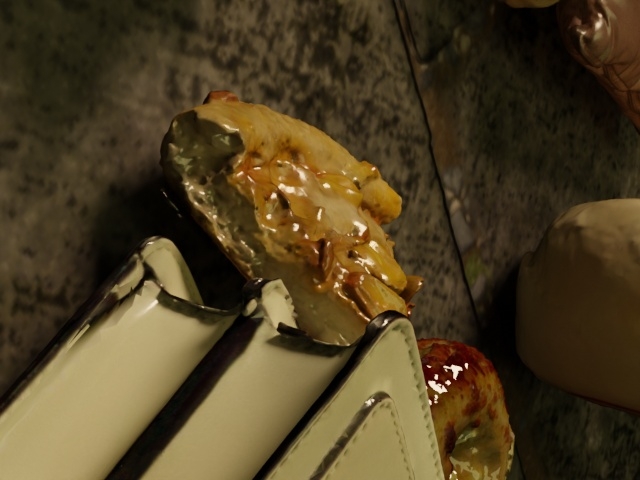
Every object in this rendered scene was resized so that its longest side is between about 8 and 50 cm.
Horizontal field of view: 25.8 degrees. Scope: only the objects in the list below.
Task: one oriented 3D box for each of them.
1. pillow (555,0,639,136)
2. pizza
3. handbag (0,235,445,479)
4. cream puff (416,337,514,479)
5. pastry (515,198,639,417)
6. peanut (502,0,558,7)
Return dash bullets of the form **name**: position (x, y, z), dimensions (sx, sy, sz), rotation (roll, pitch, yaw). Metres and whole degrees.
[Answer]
- **pillow**: position (0.221, -0.195, 0.957), dimensions (0.236, 0.084, 0.223), rotation (29, 69, -56)
- **pizza**: position (0.000, 0.000, 0.672), dimensions (0.182, 0.062, 0.161), rotation (33, 30, -48)
- **handbag**: position (-0.091, 0.202, 0.569), dimensions (0.358, 0.160, 0.237), rotation (-51, 139, -33)
- **cream puff**: position (0.048, 0.126, 0.795), dimensions (0.149, 0.084, 0.149), rotation (-20, 116, -48)
- **pastry**: position (0.253, 0.056, 0.901), dimensions (0.265, 0.265, 0.133), rotation (14, 86, -53)
- **peanut**: position (0.129, -0.234, 0.835), dimensions (0.093, 0.083, 0.194), rotation (8, 84, -18)
